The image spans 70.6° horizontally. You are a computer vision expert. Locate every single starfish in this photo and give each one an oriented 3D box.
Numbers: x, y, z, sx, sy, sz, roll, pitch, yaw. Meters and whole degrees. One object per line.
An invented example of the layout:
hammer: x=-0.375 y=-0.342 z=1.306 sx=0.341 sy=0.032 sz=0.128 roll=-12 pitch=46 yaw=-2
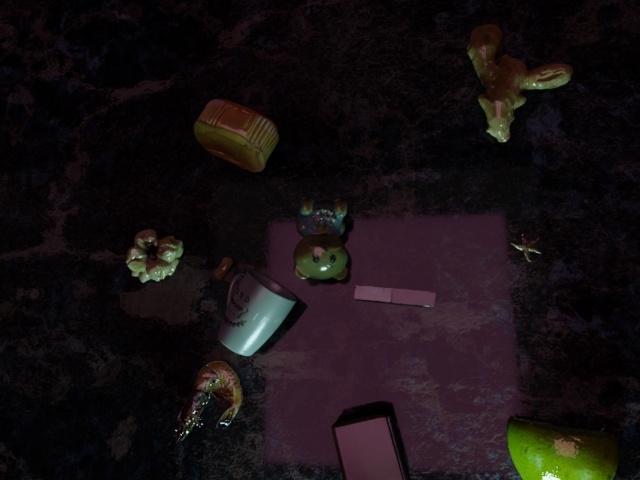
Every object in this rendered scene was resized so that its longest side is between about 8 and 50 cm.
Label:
starfish: x=0.653 y=0.024 z=1.438 sx=0.086 sy=0.016 sz=0.092 roll=-6 pitch=79 yaw=10

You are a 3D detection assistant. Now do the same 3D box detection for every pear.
pear: x=0.674 y=0.636 z=1.246 sx=0.288 sy=0.139 sz=0.239 roll=5 pitch=87 yaw=12

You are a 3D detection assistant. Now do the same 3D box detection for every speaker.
speaker: x=0.144 y=0.625 z=1.319 sx=0.193 sy=0.153 sz=0.230 roll=-15 pitch=76 yaw=7

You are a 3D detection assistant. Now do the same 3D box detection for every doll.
doll: x=0.000 y=0.000 z=1.476 sx=0.177 sy=0.161 sz=0.260 roll=2 pitch=75 yaw=-12

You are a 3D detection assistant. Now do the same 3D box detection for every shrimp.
shrimp: x=-0.354 y=0.541 z=1.472 sx=0.178 sy=0.075 sz=0.289 roll=20 pitch=69 yaw=11

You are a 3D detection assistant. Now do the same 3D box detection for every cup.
cup: x=-0.237 y=0.222 z=1.480 sx=0.258 sy=0.186 sz=0.234 roll=37 pitch=94 yaw=44

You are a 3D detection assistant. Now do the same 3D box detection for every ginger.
ginger: x=0.602 y=-0.544 z=1.518 sx=0.363 sy=0.122 sz=0.348 roll=40 pitch=78 yaw=5

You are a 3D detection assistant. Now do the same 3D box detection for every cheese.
cheese: x=-0.340 y=0.094 z=1.574 sx=0.030 sy=0.044 sz=0.083 roll=32 pitch=87 yaw=31

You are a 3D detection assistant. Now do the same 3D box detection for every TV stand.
TV stand: x=0.238 y=0.179 z=1.459 sx=0.257 sy=0.040 sz=0.048 roll=4 pitch=80 yaw=10

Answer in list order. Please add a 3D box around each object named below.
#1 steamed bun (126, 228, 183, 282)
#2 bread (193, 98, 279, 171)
steamed bun: x=-0.597 y=0.058 z=1.593 sx=0.178 sy=0.106 sz=0.192 roll=18 pitch=83 yaw=14
bread: x=-0.289 y=-0.382 z=1.604 sx=0.288 sy=0.204 sz=0.156 roll=21 pitch=65 yaw=10
